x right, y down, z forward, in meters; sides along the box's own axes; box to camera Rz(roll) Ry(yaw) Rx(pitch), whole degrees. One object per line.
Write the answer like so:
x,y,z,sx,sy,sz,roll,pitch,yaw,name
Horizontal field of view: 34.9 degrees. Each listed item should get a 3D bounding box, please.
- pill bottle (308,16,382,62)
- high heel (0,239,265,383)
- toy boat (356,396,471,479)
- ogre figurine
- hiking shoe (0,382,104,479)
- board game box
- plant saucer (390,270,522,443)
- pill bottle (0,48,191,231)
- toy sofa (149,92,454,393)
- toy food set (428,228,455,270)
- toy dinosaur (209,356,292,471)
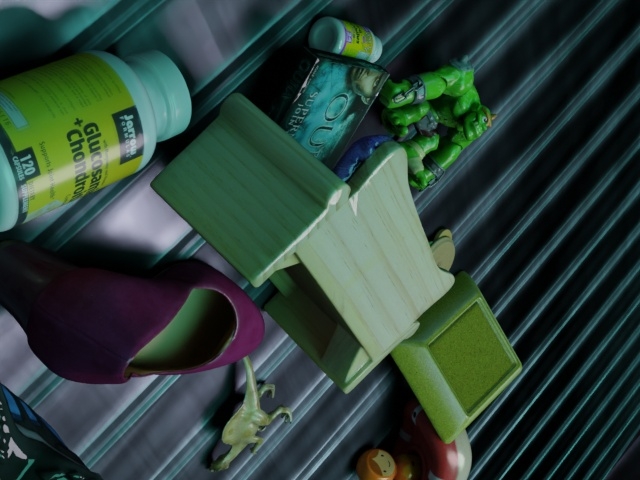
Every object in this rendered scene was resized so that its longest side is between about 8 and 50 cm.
0.028,-0.202,1.044,0.083,0.043,0.043,-1,116,-54,pill bottle
-0.128,0.098,0.940,0.377,0.181,0.127,15,103,-56,high heel
0.126,0.347,1.546,0.151,0.151,0.231,9,110,-25,toy boat
0.136,-0.145,1.197,0.118,0.097,0.197,-35,128,-5,ogre figurine
-0.296,0.154,0.828,0.113,0.132,0.304,-45,121,-20,hiking shoe
-0.017,-0.105,1.038,0.126,0.026,0.186,-2,130,-52,board game box
0.209,0.168,1.478,0.188,0.045,0.188,-38,103,-30,plant saucer
-0.193,-0.086,0.783,0.184,0.103,0.103,-31,137,-37,pill bottle
0.000,0.000,1.011,0.177,0.150,0.362,-45,152,-6,toy sofa
0.158,0.029,1.421,0.082,0.020,0.083,-38,141,-30,toy food set
-0.080,0.205,1.208,0.093,0.053,0.183,-11,123,-48,toy dinosaur
